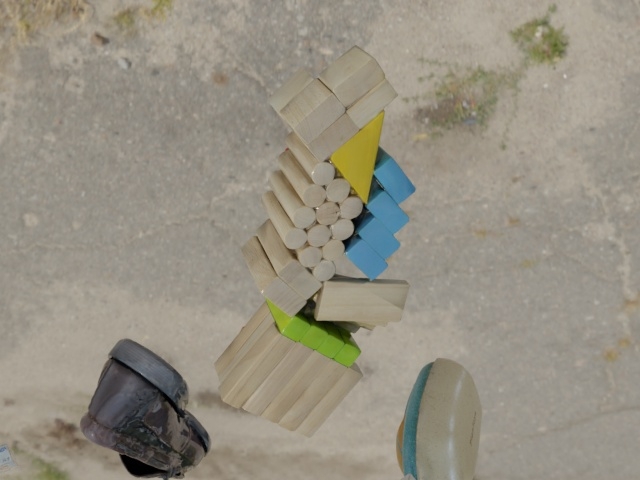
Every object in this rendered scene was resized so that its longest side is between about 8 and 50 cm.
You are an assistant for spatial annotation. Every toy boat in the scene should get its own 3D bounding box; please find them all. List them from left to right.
[{"bbox_3d":[0.202,0.378,1.407,0.148,0.267,0.318,-5,122,23],"label":"toy boat"}]

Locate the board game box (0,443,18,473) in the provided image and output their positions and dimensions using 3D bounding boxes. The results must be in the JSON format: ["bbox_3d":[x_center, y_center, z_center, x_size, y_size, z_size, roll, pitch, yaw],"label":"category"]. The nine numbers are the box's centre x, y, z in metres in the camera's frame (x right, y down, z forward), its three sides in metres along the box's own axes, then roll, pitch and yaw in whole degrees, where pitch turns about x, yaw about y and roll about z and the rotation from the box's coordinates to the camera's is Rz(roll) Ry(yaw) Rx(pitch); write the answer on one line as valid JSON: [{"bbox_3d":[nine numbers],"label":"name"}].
[{"bbox_3d":[-0.513,0.334,1.161,0.154,0.026,0.103,-19,167,-20],"label":"board game box"}]

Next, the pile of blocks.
[{"bbox_3d":[0.000,0.000,0.749,0.149,0.112,0.362,6,114,-22],"label":"pile of blocks"}]

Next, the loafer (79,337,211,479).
[{"bbox_3d":[-0.184,0.195,0.839,0.109,0.095,0.302,29,154,13],"label":"loafer"}]

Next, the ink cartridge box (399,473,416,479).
[{"bbox_3d":[0.126,0.363,1.017,0.052,0.088,0.122,-38,87,13],"label":"ink cartridge box"}]
